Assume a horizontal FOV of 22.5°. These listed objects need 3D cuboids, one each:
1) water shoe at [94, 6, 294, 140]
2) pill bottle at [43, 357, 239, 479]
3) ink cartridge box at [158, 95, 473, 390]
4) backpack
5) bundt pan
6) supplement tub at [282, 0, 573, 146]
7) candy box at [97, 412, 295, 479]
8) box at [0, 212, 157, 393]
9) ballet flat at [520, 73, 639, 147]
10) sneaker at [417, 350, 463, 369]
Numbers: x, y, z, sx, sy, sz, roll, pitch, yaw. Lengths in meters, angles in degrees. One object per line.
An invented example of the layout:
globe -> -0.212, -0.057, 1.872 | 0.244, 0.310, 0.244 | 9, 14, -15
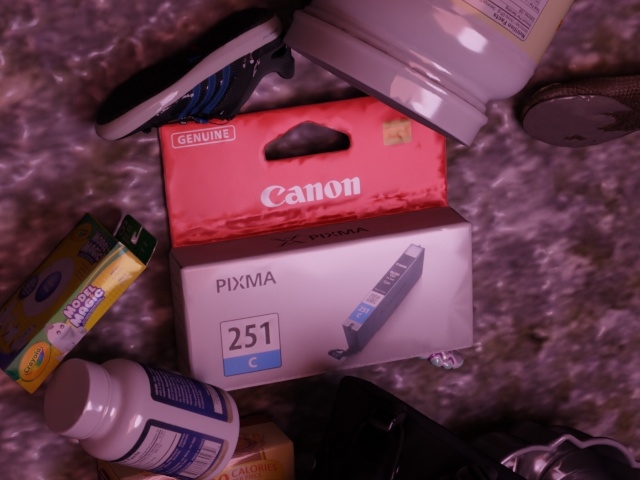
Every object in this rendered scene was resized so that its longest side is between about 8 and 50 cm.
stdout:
water shoe -> -0.110, -0.135, 1.490 | 0.203, 0.073, 0.080 | -34, 120, -11
pill bottle -> -0.165, 0.161, 1.473 | 0.169, 0.094, 0.094 | 23, 96, -40
ink cartridge box -> 0.000, 0.000, 1.573 | 0.296, 0.066, 0.261 | -9, 111, -15
backpack -> 0.067, 0.359, 1.540 | 0.355, 0.290, 0.273 | -57, 146, -5
bundt pan -> 0.219, 0.342, 1.776 | 0.331, 0.124, 0.331 | -9, 111, -23
supplement tub -> 0.129, -0.273, 1.463 | 0.235, 0.235, 0.325 | 28, 94, -30
candy box -> -0.118, 0.349, 1.638 | 0.183, 0.087, 0.316 | -10, 111, -23
box -> -0.229, 0.047, 1.475 | 0.179, 0.105, 0.043 | -47, 119, -5
ballet flat -> 0.321, -0.149, 1.704 | 0.250, 0.058, 0.084 | -8, 145, -17
sneaker -> 0.120, 0.094, 1.694 | 0.098, 0.038, 0.069 | 19, 99, -30
